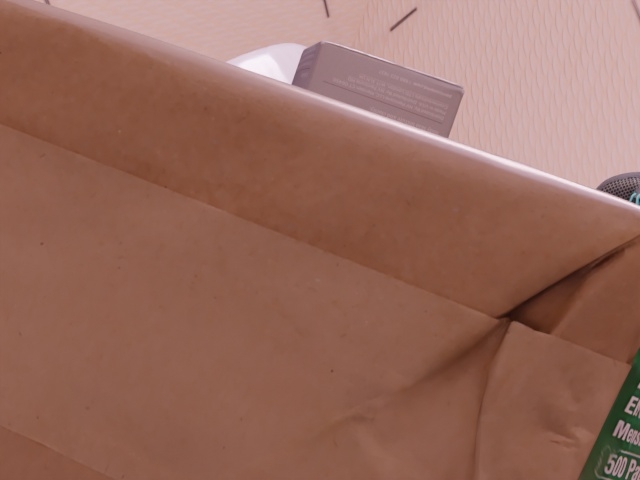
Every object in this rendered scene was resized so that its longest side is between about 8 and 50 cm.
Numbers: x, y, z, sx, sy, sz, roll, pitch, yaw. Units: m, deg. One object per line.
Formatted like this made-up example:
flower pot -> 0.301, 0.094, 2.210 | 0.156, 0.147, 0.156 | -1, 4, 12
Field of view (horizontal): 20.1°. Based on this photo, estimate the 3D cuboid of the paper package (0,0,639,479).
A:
paper package -> 0.005, 0.041, 0.711 | 0.309, 0.168, 0.325 | 19, 0, 22

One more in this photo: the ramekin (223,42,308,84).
ramekin -> -0.087, -0.065, 1.654 | 0.135, 0.277, 0.277 | 61, 5, 5

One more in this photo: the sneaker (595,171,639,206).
sneaker -> 0.284, -0.023, 1.485 | 0.076, 0.065, 0.166 | 8, 7, -45

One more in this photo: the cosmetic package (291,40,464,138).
cosmetic package -> 0.000, 0.000, 1.140 | 0.107, 0.238, 0.127 | 16, 4, -7
